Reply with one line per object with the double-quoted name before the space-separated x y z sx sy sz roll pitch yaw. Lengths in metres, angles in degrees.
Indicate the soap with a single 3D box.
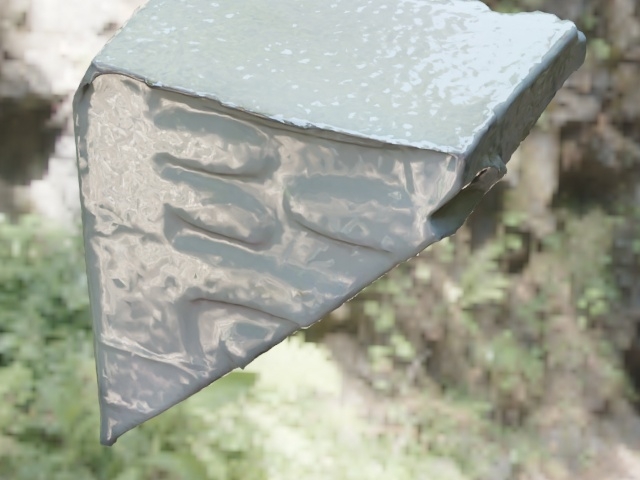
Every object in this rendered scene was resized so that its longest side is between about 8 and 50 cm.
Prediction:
"soap" 0.000 0.000 1.054 0.257 0.302 0.159 14 39 17
